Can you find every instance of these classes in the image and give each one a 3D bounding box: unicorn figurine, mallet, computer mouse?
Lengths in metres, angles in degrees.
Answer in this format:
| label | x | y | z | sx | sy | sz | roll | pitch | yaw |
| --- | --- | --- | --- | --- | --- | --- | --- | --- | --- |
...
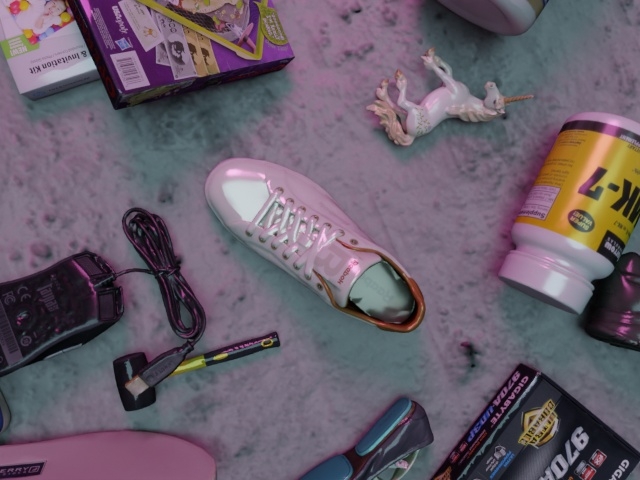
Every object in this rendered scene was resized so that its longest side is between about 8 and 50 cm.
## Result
| label | x | y | z | sx | sy | sz | roll | pitch | yaw |
| --- | --- | --- | --- | --- | --- | --- | --- | --- | --- |
| unicorn figurine | 0.143 | -0.168 | 0.654 | 0.162 | 0.060 | 0.111 | -33 | 95 | 12 |
| mallet | -0.143 | 0.131 | 0.640 | 0.189 | 0.039 | 0.062 | -22 | 91 | -10 |
| computer mouse | -0.255 | 0.100 | 0.604 | 0.262 | 0.060 | 0.184 | -31 | 79 | -14 |

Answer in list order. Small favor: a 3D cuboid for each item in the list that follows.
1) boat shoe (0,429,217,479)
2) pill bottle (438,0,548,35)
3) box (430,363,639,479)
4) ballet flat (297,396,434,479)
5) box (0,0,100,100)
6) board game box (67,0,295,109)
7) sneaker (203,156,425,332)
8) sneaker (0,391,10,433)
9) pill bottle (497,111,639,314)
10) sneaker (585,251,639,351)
| label | x | y | z | sx | sy | sz | roll | pitch | yaw |
| --- | --- | --- | --- | --- | --- | --- | --- | --- | --- |
| boat shoe | -0.282 | 0.310 | 0.596 | 0.340 | 0.127 | 0.158 | 0 | 105 | -4 |
| pill bottle | 0.224 | -0.369 | 0.576 | 0.153 | 0.153 | 0.265 | 30 | 103 | -6 |
| box | 0.252 | 0.290 | 0.674 | 0.175 | 0.051 | 0.220 | 40 | 87 | -6 |
| ballet flat | 0.050 | 0.270 | 0.645 | 0.203 | 0.074 | 0.074 | -37 | 95 | -6 |
| box | -0.289 | -0.267 | 0.609 | 0.145 | 0.038 | 0.186 | -20 | 95 | -5 |
| board game box | -0.181 | -0.325 | 0.574 | 0.208 | 0.056 | 0.347 | -24 | 94 | -27 |
| sneaker | 0.000 | 0.000 | 0.606 | 0.290 | 0.123 | 0.106 | 33 | 90 | -5 |
| sneaker | -0.390 | 0.151 | 0.585 | 0.058 | 0.084 | 0.152 | -22 | 93 | -5 |
| pill bottle | 0.296 | -0.029 | 0.638 | 0.119 | 0.119 | 0.208 | 27 | 89 | -6 |
| sneaker | 0.471 | 0.085 | 0.670 | 0.286 | 0.109 | 0.130 | 11 | 84 | -8 |
